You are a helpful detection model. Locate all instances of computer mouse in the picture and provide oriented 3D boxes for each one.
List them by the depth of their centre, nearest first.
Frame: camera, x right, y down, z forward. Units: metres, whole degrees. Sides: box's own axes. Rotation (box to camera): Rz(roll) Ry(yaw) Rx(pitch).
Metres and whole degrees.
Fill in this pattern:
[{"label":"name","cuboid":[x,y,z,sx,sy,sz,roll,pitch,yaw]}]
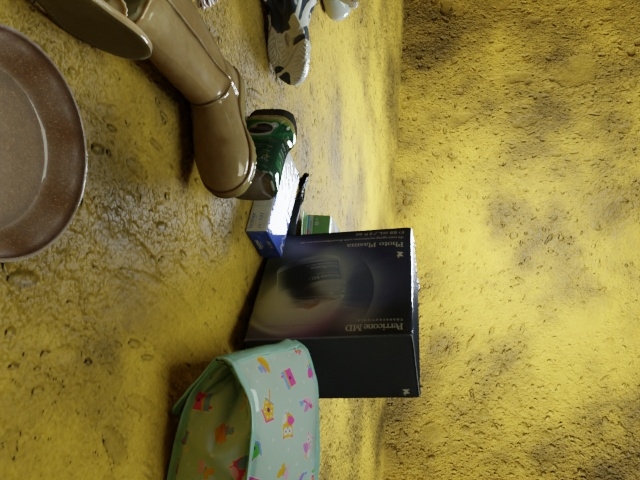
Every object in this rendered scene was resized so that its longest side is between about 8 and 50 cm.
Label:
[{"label":"computer mouse","cuboid":[-0.060,-0.087,1.273,0.242,0.041,0.071,-79,180,-56]}]

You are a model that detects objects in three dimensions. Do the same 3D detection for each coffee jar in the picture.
[{"label":"coffee jar","cuboid":[-0.102,-0.156,0.995,0.079,0.096,0.184,78,20,-46]}]

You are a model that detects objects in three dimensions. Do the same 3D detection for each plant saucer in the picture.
[{"label":"plant saucer","cuboid":[-0.277,-0.081,0.478,0.198,0.036,0.198,1,90,-75]}]

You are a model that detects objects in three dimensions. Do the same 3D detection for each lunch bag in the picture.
[{"label":"lunch bag","cuboid":[-0.102,0.283,0.842,0.223,0.160,0.262,8,87,-61]}]

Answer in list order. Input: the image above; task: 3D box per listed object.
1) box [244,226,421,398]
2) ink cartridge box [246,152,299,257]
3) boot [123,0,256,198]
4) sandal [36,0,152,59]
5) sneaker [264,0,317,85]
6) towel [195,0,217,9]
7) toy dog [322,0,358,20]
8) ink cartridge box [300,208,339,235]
[{"label":"box","cuboid":[0.040,0.135,1.094,0.294,0.296,0.182,-81,162,-49]},{"label":"ink cartridge box","cuboid":[-0.091,-0.078,1.129,0.097,0.046,0.207,66,29,-53]},{"label":"boot","cuboid":[-0.177,-0.206,0.739,0.269,0.089,0.236,53,25,-67]},{"label":"sandal","cuboid":[-0.234,-0.252,0.528,0.240,0.088,0.079,13,84,-69]},{"label":"sneaker","cuboid":[-0.050,-0.452,1.168,0.153,0.094,0.235,-49,128,-54]},{"label":"towel","cuboid":[-0.187,-0.420,0.733,0.144,0.029,0.197,53,22,-67]},{"label":"toy dog","cuboid":[0.055,-0.699,1.412,0.334,0.161,0.220,-3,94,-74]},{"label":"ink cartridge box","cuboid":[0.000,0.000,1.391,0.209,0.062,0.109,54,40,-75]}]
